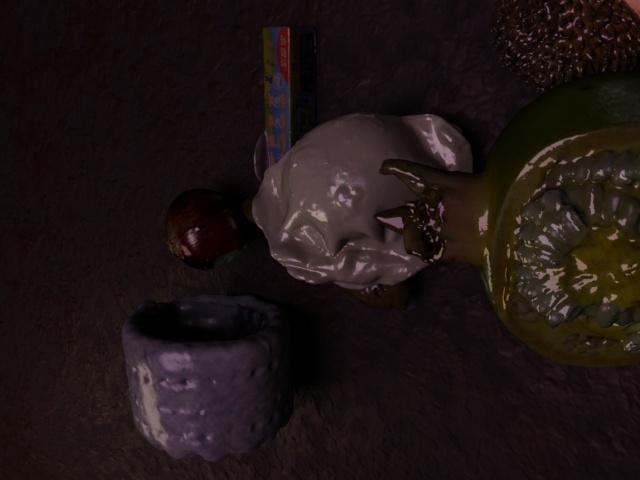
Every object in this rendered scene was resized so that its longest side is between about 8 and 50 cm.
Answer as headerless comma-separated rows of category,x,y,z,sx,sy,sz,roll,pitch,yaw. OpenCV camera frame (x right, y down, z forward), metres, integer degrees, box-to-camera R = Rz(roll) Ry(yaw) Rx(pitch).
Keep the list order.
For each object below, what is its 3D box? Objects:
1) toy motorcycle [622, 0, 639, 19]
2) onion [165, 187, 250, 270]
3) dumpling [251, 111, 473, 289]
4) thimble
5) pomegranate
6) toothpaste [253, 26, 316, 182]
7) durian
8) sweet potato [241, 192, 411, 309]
toy motorcycle,0.315,-0.217,0.660,0.298,0.171,0.089,51,150,10
onion,-0.152,-0.018,1.094,0.117,0.118,0.119,-19,90,53
dumpling,0.049,-0.043,0.905,0.258,0.147,0.193,-23,76,14
thimble,-0.148,0.169,1.073,0.245,0.217,0.157,14,110,48
pomegranate,0.216,-0.020,0.709,0.340,0.260,0.260,10,111,2
toothpaste,-0.043,-0.159,0.997,0.044,0.070,0.193,10,108,36
durian,0.205,-0.194,0.742,0.148,0.091,0.188,44,158,38
sweet potato,0.000,0.000,1.010,0.273,0.075,0.075,31,119,29
